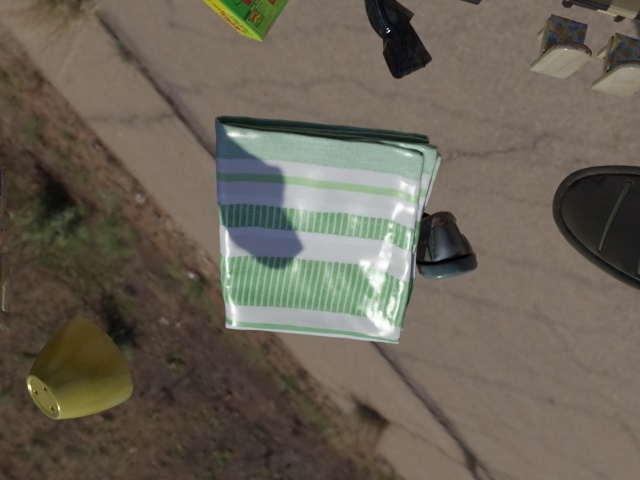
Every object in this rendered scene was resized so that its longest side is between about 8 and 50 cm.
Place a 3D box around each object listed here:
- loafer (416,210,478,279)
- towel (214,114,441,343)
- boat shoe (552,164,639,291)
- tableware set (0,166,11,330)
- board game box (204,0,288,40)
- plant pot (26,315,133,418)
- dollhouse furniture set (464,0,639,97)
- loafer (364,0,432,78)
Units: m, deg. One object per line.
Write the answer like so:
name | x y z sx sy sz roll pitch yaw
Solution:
loafer | 0.145 -0.009 1.278 0.267 0.096 0.084 -146 43 -80
towel | 0.000 0.000 1.141 0.248 0.038 0.324 5 134 1
boat shoe | 0.365 0.008 0.870 0.307 0.110 0.104 19 -171 20
tableware set | -0.383 0.021 1.060 0.039 0.128 0.194 22 118 27
board game box | -0.046 -0.296 0.930 0.092 0.181 0.043 37 175 -40
plant pot | -0.329 0.181 1.271 0.134 0.095 0.134 25 132 31
dollhouse furniture set | 0.274 -0.300 1.016 0.242 0.212 0.161 14 171 -5
loafer | 0.111 -0.328 1.438 0.062 0.061 0.170 163 88 -81
